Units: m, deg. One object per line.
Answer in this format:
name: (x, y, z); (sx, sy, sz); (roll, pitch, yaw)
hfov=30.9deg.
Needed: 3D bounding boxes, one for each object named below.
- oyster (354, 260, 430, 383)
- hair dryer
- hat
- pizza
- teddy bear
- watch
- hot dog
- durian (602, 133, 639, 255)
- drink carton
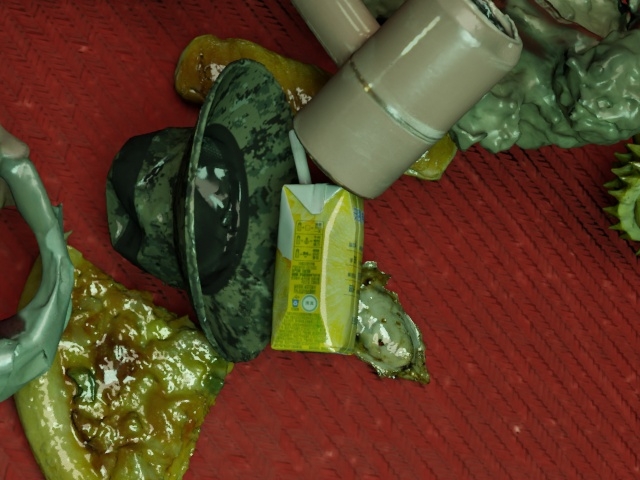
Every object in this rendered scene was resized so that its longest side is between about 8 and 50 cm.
oyster: (0.047, 0.082, 1.073); (0.086, 0.029, 0.132); (-20, 91, 2)
hair dryer: (0.014, -0.223, 1.029); (0.106, 0.189, 0.344); (8, 43, -56)
hat: (-0.111, -0.029, 0.999); (0.128, 0.265, 0.266); (4, 68, 18)
pizza: (-0.159, 0.121, 0.986); (0.197, 0.058, 0.292); (-9, 75, -19)
teddy bear: (0.142, -0.247, 1.118); (0.367, 0.224, 0.357); (18, 58, -4)
watch: (-0.321, 0.021, 0.911); (0.253, 0.162, 0.241); (-1, 71, -9)
hot dog: (0.001, -0.129, 1.117); (0.285, 0.061, 0.088); (15, 57, -12)
durian: (0.379, -0.044, 1.118); (0.166, 0.306, 0.172); (24, 59, 41)
drink carton: (0.000, 0.000, 1.028); (0.074, 0.084, 0.200); (3, 84, 18)
